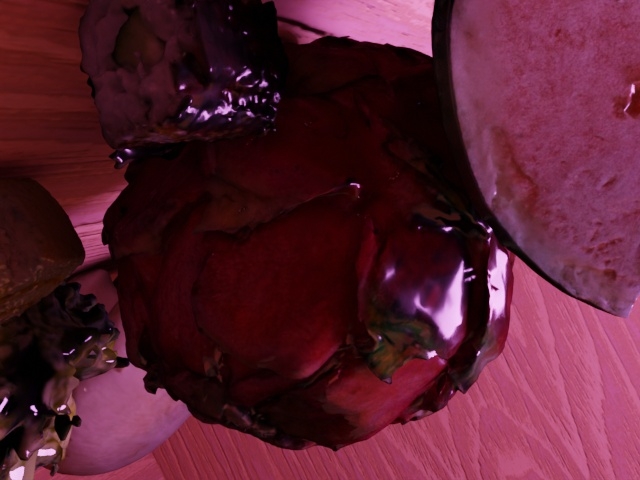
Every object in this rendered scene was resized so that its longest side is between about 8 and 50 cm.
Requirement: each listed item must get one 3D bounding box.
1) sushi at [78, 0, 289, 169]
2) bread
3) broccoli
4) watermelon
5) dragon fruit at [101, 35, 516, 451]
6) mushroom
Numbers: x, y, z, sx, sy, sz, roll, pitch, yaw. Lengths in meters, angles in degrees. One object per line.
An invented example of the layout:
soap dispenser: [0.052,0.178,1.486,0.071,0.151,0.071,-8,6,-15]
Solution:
sushi: [-0.075,-0.092,0.353,0.098,0.094,0.084,-10,-179,32]
bread: [-0.257,0.015,0.481,0.156,0.103,0.110,-32,-178,-15]
broccoli: [-0.344,0.171,0.620,0.348,0.280,0.293,-19,173,-43]
watermelon: [0.157,-0.118,0.367,0.224,0.180,0.305,-14,126,-44]
dragon fruit: [0.003,0.001,0.524,0.329,0.329,0.329,-26,175,-2]
mushroom: [-0.305,0.149,0.976,0.362,0.295,0.362,-46,-166,15]
